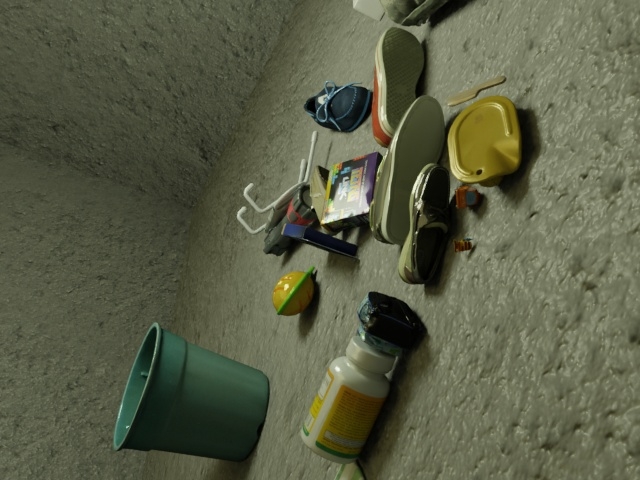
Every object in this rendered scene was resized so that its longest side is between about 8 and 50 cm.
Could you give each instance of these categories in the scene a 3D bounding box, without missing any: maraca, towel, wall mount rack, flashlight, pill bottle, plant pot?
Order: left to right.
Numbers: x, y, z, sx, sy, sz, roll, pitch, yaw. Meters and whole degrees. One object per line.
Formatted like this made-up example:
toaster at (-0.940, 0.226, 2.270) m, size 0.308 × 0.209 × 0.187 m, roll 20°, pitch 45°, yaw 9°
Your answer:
plant pot at (-0.337, 0.431, 1.898) m, size 0.341 × 0.334 × 0.341 m, roll -56°, pitch 22°, yaw 38°
wall mount rack at (-0.104, -0.161, 2.137) m, size 0.304 × 0.130 × 0.350 m, roll -38°, pitch -6°, yaw -20°
flashlight at (-0.073, -0.055, 2.044) m, size 0.304 × 0.103 × 0.103 m, roll 131°, pitch 148°, yaw -57°
maraca at (-0.063, 0.129, 1.819) m, size 0.127 × 0.099 × 0.186 m, roll -52°, pitch -1°, yaw 25°
towel at (0.049, 0.467, 1.253) m, size 0.113 × 0.023 × 0.152 m, roll -67°, pitch 19°, yaw 12°
pill bottle at (0.055, 0.284, 1.276) m, size 0.208 × 0.117 × 0.117 m, roll -67°, pitch 18°, yaw 10°

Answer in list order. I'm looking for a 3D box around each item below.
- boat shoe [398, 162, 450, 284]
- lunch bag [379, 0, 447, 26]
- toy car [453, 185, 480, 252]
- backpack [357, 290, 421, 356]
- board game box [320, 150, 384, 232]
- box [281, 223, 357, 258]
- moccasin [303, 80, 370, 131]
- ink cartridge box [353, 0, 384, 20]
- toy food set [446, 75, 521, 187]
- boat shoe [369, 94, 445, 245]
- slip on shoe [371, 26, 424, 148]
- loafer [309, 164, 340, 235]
boat shoe at (0.199, -0.027, 1.262) m, size 0.073 × 0.080 × 0.223 m, roll 10°, pitch 86°, yaw 66°
lunch bag at (0.239, -0.641, 1.569) m, size 0.305 × 0.212 × 0.256 m, roll 171°, pitch 101°, yaw -72°
toy car at (0.253, -0.037, 1.205) m, size 0.040 × 0.060 × 0.122 m, roll -3°, pitch 82°, yaw 24°
backpack at (0.115, 0.147, 1.269) m, size 0.084 × 0.105 × 0.114 m, roll -63°, pitch 14°, yaw 17°
board game box at (0.078, -0.111, 1.642) m, size 0.141 × 0.048 × 0.170 m, roll -15°, pitch 53°, yaw 37°
box at (0.000, 0.000, 1.697) m, size 0.036 × 0.136 × 0.225 m, roll -70°, pitch 19°, yaw -1°
moccasin at (0.033, -0.374, 2.020) m, size 0.342 × 0.117 × 0.138 m, roll -4°, pitch 68°, yaw 70°
ink cartridge box at (0.154, -0.736, 2.096) m, size 0.092 × 0.090 × 0.143 m, roll -56°, pitch 22°, yaw 37°
toy food set at (0.286, -0.169, 1.188) m, size 0.128 × 0.071 × 0.218 m, roll -24°, pitch 46°, yaw 33°
boat shoe at (0.167, -0.140, 1.412) m, size 0.091 × 0.109 × 0.305 m, roll 2°, pitch 77°, yaw 66°
slip on shoe at (0.168, -0.358, 1.634) m, size 0.101 × 0.123 × 0.331 m, roll 133°, pitch 146°, yaw -58°
loafer at (0.016, -0.105, 1.816) m, size 0.092 × 0.102 × 0.268 m, roll -55°, pitch 23°, yaw 23°
